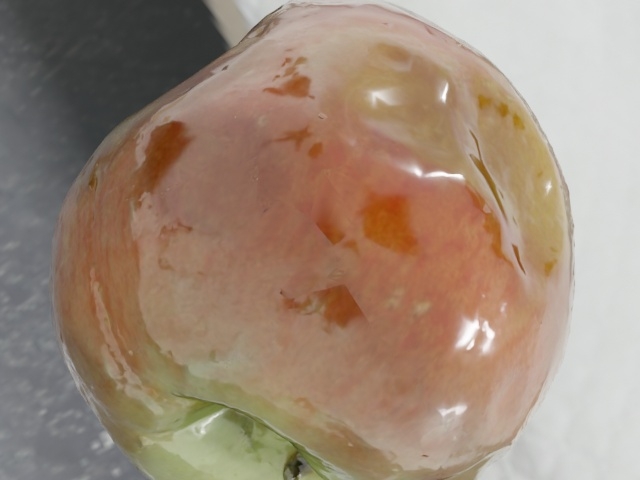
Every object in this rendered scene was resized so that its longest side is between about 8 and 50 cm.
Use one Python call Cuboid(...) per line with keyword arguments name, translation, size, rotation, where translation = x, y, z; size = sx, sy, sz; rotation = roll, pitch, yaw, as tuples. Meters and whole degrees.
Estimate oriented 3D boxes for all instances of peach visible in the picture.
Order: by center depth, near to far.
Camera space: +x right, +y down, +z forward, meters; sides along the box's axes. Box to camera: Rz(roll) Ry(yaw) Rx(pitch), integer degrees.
Cuboid(name="peach", translation=(0.000, 0.000, 0.781), size=(0.214, 0.214, 0.235), rotation=(40, 44, -19))
